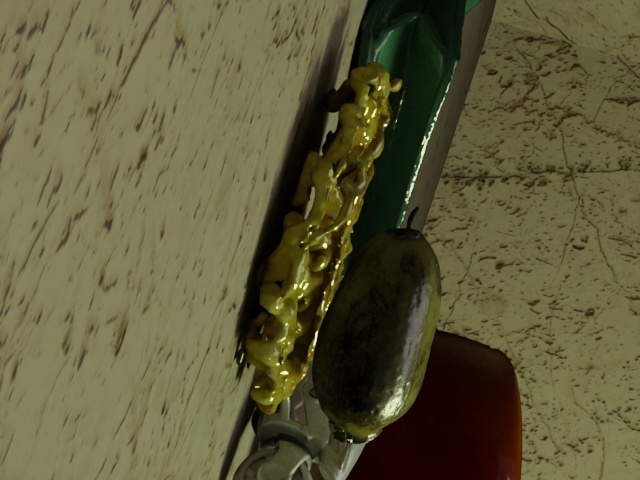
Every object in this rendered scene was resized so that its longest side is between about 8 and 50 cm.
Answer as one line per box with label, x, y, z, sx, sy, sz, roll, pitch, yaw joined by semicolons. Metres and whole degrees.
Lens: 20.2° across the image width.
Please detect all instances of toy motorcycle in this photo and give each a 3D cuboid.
toy motorcycle;-0.004;0.145;1.580;0.112;0.112;0.254;98;9;-58

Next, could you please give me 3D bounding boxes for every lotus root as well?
lotus root;0.043;0.075;1.385;0.080;0.089;0.179;-108;-150;-70

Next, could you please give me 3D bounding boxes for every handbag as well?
handbag;0.076;-0.120;1.697;0.238;0.089;0.326;-69;174;-49

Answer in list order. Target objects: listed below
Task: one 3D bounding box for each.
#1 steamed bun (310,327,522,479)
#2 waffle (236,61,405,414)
steamed bun;0.059;0.272;1.798;0.248;0.235;0.379;-131;-121;-69
waffle;-0.003;-0.001;1.429;0.262;0.060;0.280;96;13;-78
